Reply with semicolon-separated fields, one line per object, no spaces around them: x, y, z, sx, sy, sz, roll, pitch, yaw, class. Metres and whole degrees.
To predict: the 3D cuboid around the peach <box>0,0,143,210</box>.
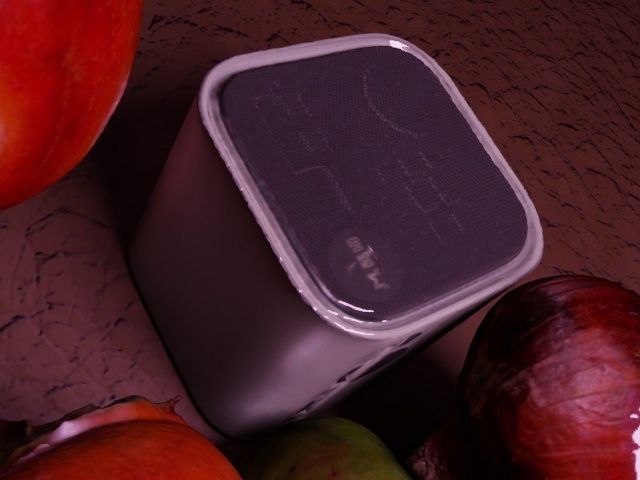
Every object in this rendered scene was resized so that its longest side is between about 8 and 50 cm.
-0.300;-0.211;0.542;0.388;0.388;0.389;13;57;-21;peach

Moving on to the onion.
0.165;0.161;0.581;0.195;0.272;0.272;-2;56;12;onion

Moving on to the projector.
0.000;0.000;0.673;0.248;0.249;0.248;-19;72;-35;projector

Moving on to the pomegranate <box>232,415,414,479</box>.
0.019;0.244;0.598;0.225;0.187;0.187;34;47;-38;pomegranate

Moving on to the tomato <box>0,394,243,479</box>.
-0.181;0.243;0.402;0.341;0.341;0.273;-11;86;-32;tomato
